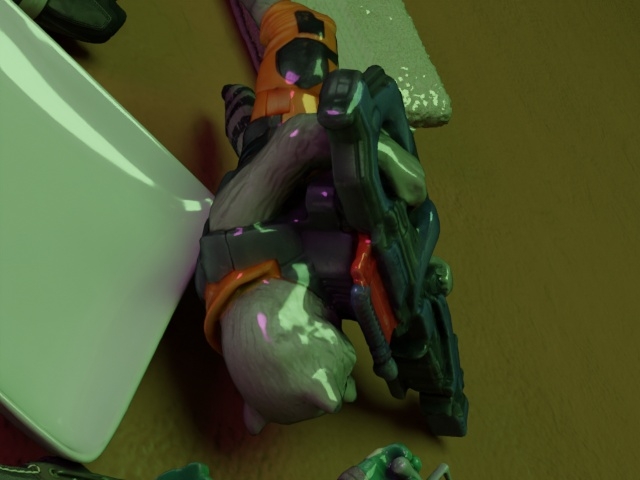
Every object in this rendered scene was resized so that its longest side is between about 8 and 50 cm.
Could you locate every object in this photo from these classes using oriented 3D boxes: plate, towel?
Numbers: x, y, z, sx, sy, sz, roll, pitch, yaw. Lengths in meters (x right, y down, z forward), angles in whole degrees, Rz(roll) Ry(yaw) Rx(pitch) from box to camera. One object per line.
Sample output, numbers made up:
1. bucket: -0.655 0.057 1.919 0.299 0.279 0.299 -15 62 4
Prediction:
1. plate: -0.193 -0.040 0.543 0.277 0.045 0.278 44 27 -14
2. towel: 0.007 -0.222 0.947 0.187 0.049 0.282 -3 55 -29

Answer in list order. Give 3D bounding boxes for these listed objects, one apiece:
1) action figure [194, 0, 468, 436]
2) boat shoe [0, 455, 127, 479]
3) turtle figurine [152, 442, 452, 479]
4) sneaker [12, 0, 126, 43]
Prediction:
1. action figure: 0.000 0.000 0.660 0.330 0.178 0.341 -82 160 -48
2. boat shoe: -0.130 0.130 0.463 0.152 0.056 0.049 33 29 -36
3. turtle figurine: 0.005 0.193 0.482 0.234 0.118 0.175 28 36 -43
4. sneaker: -0.191 -0.237 0.763 0.106 0.078 0.234 24 43 -34
